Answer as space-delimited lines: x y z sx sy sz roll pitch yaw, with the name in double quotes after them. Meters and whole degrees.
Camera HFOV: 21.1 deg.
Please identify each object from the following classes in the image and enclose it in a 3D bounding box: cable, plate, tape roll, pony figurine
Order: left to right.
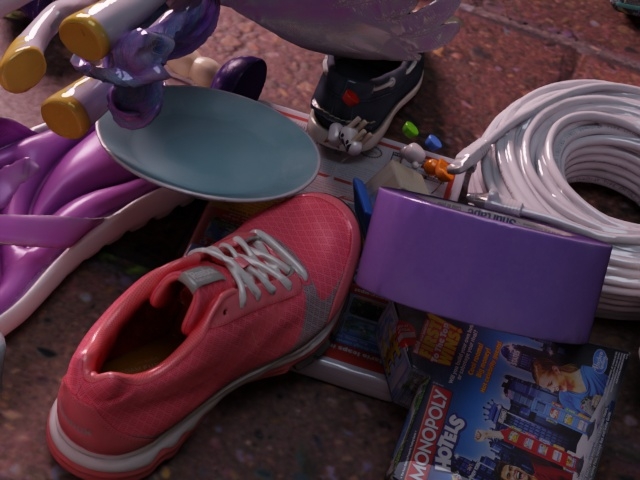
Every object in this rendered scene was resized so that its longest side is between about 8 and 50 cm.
-0.106 -0.234 1.411 0.351 0.302 0.363 9 42 38 "pony figurine"
-0.093 -0.074 1.413 0.188 0.024 0.188 10 30 -6 "plate"
0.126 0.018 1.339 0.189 0.080 0.189 14 5 -1 "tape roll"
0.259 -0.036 1.522 0.257 0.089 0.257 30 46 15 "cable"

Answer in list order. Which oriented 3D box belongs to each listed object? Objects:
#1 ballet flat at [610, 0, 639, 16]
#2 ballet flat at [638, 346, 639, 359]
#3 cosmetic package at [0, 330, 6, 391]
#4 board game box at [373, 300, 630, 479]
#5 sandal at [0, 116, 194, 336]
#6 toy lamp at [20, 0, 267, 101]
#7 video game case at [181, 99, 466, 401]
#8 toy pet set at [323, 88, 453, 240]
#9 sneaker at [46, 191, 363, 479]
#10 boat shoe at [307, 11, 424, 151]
0.334 -0.305 1.829 0.070 0.070 0.188 13 41 0 "ballet flat"
0.448 0.127 1.385 0.409 0.147 0.147 14 44 3 "ballet flat"
-0.398 0.115 0.991 0.327 0.393 0.329 -15 52 -26 "cosmetic package"
0.119 0.134 1.320 0.194 0.060 0.194 25 54 0 "board game box"
-0.246 -0.042 1.390 0.169 0.102 0.416 35 46 20 "sandal"
-0.182 -0.198 1.582 0.275 0.080 0.080 29 46 16 "toy lamp"
0.000 0.000 1.466 0.204 0.025 0.285 18 44 4 "video game case"
0.055 -0.052 1.480 0.122 0.065 0.114 25 34 -38 "toy pet set"
-0.072 0.053 1.288 0.116 0.136 0.314 38 59 18 "sneaker"
0.047 -0.172 1.594 0.095 0.079 0.254 21 34 9 "boat shoe"
